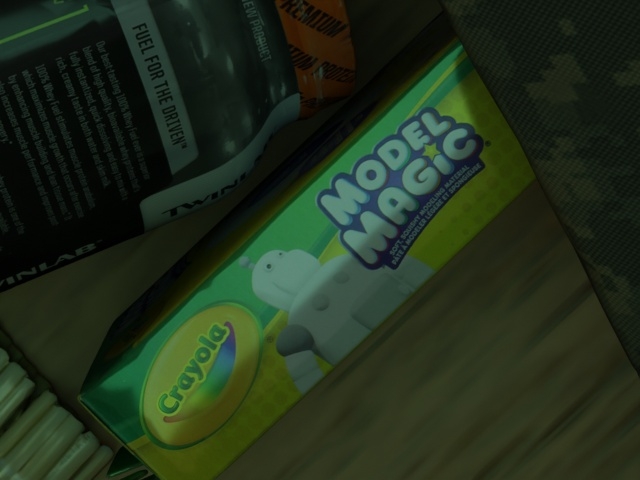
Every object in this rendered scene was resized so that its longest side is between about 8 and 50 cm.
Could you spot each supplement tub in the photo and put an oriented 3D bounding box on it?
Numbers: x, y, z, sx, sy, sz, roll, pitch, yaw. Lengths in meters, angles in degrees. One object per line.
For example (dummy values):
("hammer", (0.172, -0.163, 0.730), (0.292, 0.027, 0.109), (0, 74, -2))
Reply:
("supplement tub", (-0.094, -0.044, 0.485), (0.190, 0.117, 0.117), (-22, 92, -8))

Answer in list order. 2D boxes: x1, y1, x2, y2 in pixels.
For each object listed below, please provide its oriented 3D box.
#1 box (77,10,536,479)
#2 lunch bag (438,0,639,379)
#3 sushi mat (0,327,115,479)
("box", (0.000, 0.000, 0.498), (0.043, 0.105, 0.179), (44, 95, -7))
("lunch bag", (0.132, -0.143, 0.397), (0.169, 0.287, 0.235), (-4, 129, 42))
("sushi mat", (-0.213, 0.121, 0.511), (0.151, 0.019, 0.316), (42, 76, 0))
